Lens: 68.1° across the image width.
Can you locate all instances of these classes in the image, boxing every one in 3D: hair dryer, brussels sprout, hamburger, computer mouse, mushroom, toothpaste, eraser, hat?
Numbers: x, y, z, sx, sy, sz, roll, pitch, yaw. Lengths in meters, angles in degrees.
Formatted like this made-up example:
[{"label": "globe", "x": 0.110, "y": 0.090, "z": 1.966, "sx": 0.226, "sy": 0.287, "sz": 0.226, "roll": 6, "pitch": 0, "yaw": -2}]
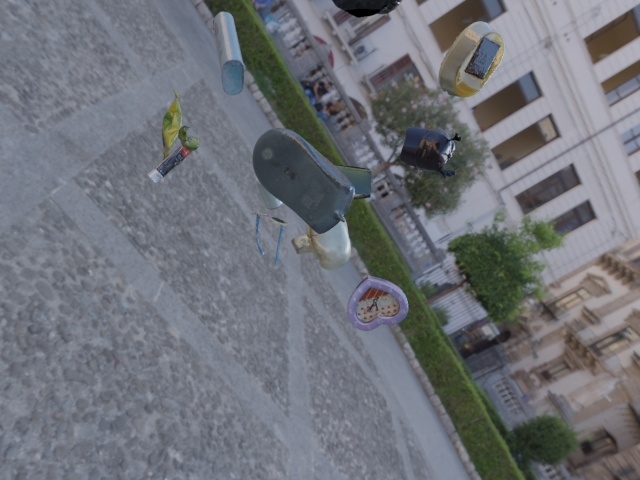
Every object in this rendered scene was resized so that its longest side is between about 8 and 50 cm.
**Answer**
[{"label": "hair dryer", "x": -0.123, "y": -0.177, "z": 1.734, "sx": 0.073, "sy": 0.237, "sz": 0.131, "roll": -54, "pitch": 140, "yaw": -36}, {"label": "brussels sprout", "x": -0.387, "y": -0.298, "z": 1.377, "sx": 0.083, "sy": 0.051, "sz": 0.046, "roll": 69, "pitch": 1, "yaw": -50}, {"label": "hamburger", "x": 0.598, "y": -0.724, "z": 1.910, "sx": 0.227, "sy": 0.295, "sz": 0.151, "roll": 22, "pitch": 23, "yaw": -44}, {"label": "computer mouse", "x": -0.042, "y": -0.177, "z": 1.379, "sx": 0.371, "sy": 0.188, "sz": 0.122, "roll": 46, "pitch": 26, "yaw": 20}, {"label": "mushroom", "x": 0.000, "y": 0.000, "z": 1.909, "sx": 0.260, "sy": 0.235, "sz": 0.253, "roll": -99, "pitch": 175, "yaw": -46}, {"label": "toothpaste", "x": -0.554, "y": -0.291, "z": 1.755, "sx": 0.045, "sy": 0.193, "sz": 0.071, "roll": 41, "pitch": -15, "yaw": 16}, {"label": "eraser", "x": -0.327, "y": -0.661, "z": 1.682, "sx": 0.174, "sy": 0.081, "sz": 0.226, "roll": 105, "pitch": -27, "yaw": -65}, {"label": "hat", "x": 0.569, "y": -0.442, "z": 2.358, "sx": 0.336, "sy": 0.238, "sz": 0.209, "roll": -1, "pitch": 23, "yaw": -39}]

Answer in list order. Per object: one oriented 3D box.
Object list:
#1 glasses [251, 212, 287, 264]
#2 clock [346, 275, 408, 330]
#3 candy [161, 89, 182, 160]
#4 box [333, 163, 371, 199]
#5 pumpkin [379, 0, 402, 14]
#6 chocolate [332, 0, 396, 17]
[{"label": "glasses", "x": -0.217, "y": -0.022, "z": 2.127, "sx": 0.190, "sy": 0.088, "sz": 0.220, "roll": 23, "pitch": -53, "yaw": 42}, {"label": "clock", "x": 0.178, "y": 0.195, "z": 1.538, "sx": 0.064, "sy": 0.198, "sz": 0.172, "roll": -63, "pitch": 135, "yaw": -78}, {"label": "candy", "x": -0.640, "y": -0.487, "z": 2.040, "sx": 0.187, "sy": 0.081, "sz": 0.297, "roll": -178, "pitch": -86, "yaw": -69}, {"label": "box", "x": -0.009, "y": -0.276, "z": 2.285, "sx": 0.420, "sy": 0.373, "sz": 0.138, "roll": 179, "pitch": -84, "yaw": -69}, {"label": "pumpkin", "x": 0.292, "y": -1.138, "z": 2.130, "sx": 0.162, "sy": 0.220, "sz": 0.220, "roll": 11, "pitch": 41, "yaw": -35}, {"label": "chocolate", "x": 0.135, "y": -0.761, "z": 1.315, "sx": 0.224, "sy": 0.206, "sz": 0.177, "roll": 25, "pitch": 57, "yaw": -4}]
